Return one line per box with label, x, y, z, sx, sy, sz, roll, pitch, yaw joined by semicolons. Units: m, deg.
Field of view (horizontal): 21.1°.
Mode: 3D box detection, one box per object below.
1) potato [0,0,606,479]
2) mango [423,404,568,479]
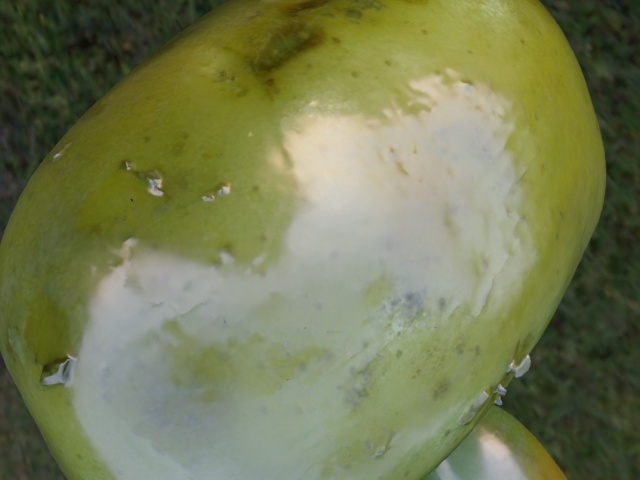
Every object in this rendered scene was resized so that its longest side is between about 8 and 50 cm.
potato;-0.003;-0.002;0.720;0.304;0.216;0.215;-53;135;-35
mango;0.108;0.187;0.995;0.114;0.156;0.251;-25;133;-18
